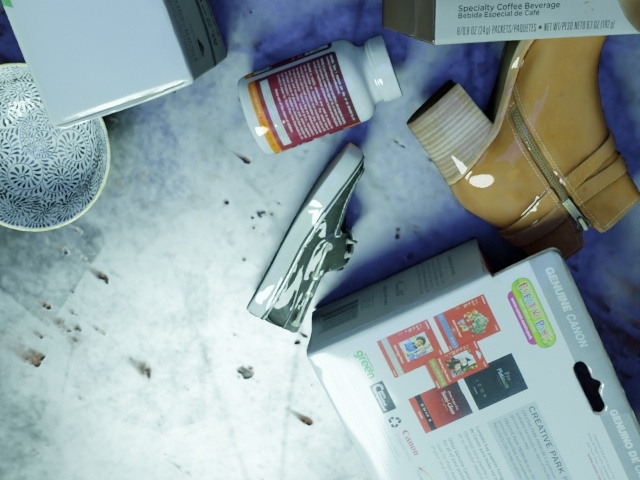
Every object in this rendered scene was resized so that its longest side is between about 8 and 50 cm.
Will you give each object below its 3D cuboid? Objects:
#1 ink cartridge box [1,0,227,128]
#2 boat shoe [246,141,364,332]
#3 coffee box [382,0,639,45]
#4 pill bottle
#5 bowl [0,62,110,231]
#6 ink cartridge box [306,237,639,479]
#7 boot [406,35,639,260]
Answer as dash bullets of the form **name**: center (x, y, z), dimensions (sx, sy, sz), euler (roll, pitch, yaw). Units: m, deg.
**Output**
- **ink cartridge box**: center (-0.183, -0.231, 0.841), dimensions (0.121, 0.289, 0.211), euler (-19, 104, 5)
- **boat shoe**: center (0.000, 0.000, 1.010), dimensions (0.070, 0.078, 0.219), euler (28, 113, -4)
- **coffee box**: center (0.206, -0.253, 0.770), dimensions (0.297, 0.119, 0.168), euler (-5, 110, -15)
- **pill bottle**: center (0.001, -0.148, 0.959), dimensions (0.152, 0.086, 0.086), euler (-19, 104, 8)
- **bowl**: center (-0.290, -0.101, 0.988), dimensions (0.170, 0.080, 0.170), euler (1, 105, 3)
- **ink cartridge box**: center (0.174, 0.173, 1.017), dimensions (0.271, 0.130, 0.310), euler (-24, 104, 9)
- **boot**: center (0.254, -0.120, 0.944), dimensions (0.283, 0.109, 0.220), euler (-42, 101, 11)
